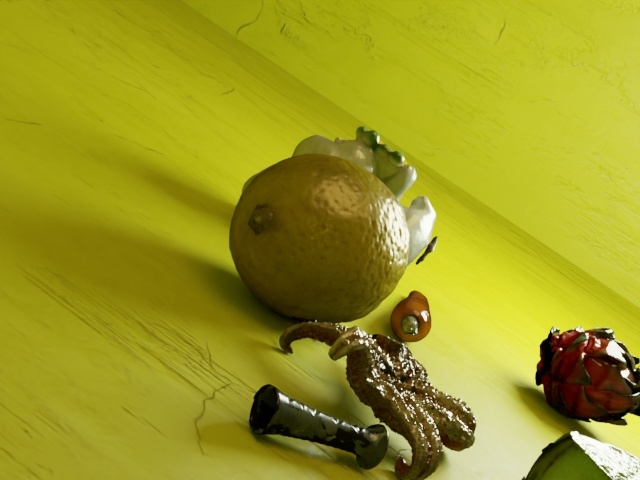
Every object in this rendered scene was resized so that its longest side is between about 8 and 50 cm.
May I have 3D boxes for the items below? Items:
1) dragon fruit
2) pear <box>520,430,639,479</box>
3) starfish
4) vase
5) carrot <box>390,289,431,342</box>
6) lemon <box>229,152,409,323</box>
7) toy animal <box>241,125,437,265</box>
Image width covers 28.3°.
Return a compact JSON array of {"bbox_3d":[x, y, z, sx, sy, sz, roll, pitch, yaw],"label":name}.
[{"bbox_3d":[0.465,0.232,2.183,0.189,0.182,0.182,-9,-16,39],"label":"dragon fruit"},{"bbox_3d":[0.378,0.383,1.496,0.282,0.176,0.286,16,26,-53],"label":"pear"},{"bbox_3d":[0.075,0.184,1.659,0.303,0.113,0.312,42,8,25],"label":"starfish"},{"bbox_3d":[0.000,0.218,1.471,0.167,0.059,0.059,23,17,-30],"label":"vase"},{"bbox_3d":[0.158,0.122,2.143,0.069,0.069,0.336,33,8,3],"label":"carrot"},{"bbox_3d":[-0.001,-0.001,1.836,0.267,0.267,0.267,30,14,-8],"label":"lemon"},{"bbox_3d":[0.037,-0.062,2.173,0.310,0.247,0.183,44,-6,-16],"label":"toy animal"}]
